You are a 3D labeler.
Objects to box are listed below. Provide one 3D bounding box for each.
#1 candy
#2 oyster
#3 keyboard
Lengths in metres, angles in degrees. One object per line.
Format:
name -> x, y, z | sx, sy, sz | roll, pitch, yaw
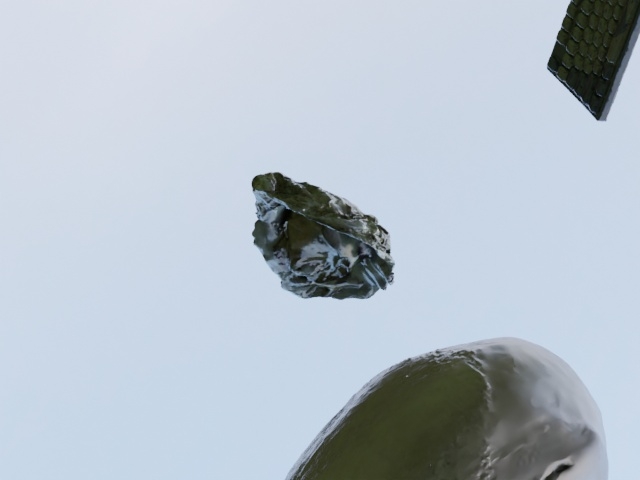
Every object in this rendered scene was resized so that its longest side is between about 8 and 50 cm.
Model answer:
candy -> 0.070, 0.192, 1.280 | 0.185, 0.295, 0.295 | 32, -96, 32
oyster -> -0.001, 0.000, 1.077 | 0.098, 0.100, 0.037 | 13, -123, -7
keyboard -> 0.150, -0.146, 0.881 | 0.055, 0.014, 0.176 | 57, -41, 47
